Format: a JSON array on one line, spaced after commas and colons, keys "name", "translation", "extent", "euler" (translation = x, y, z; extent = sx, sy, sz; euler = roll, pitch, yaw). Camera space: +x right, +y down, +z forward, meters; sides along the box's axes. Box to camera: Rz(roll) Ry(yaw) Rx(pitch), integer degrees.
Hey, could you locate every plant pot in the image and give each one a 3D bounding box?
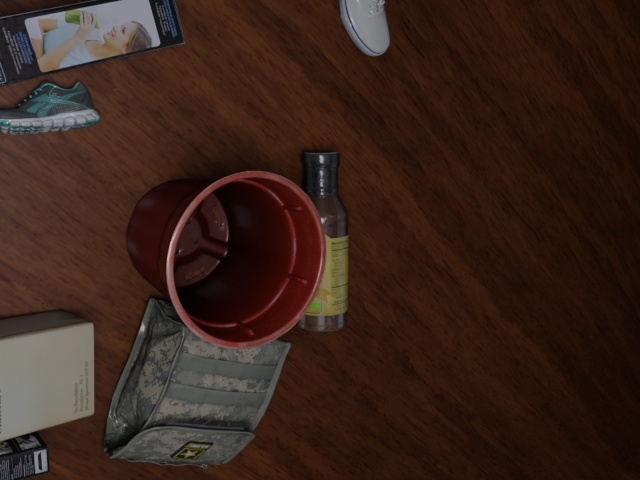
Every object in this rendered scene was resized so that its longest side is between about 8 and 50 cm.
[{"name": "plant pot", "translation": [-0.177, 0.012, 1.229], "extent": [0.273, 0.265, 0.272], "euler": [-7, 103, -34]}]

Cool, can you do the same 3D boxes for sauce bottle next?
[{"name": "sauce bottle", "translation": [0.000, 0.000, 1.448], "extent": [0.111, 0.111, 0.344], "euler": [-7, 102, -34]}]

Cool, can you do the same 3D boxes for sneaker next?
[{"name": "sneaker", "translation": [0.086, -0.475, 1.421], "extent": [0.094, 0.091, 0.258], "euler": [-32, 116, -26]}, {"name": "sneaker", "translation": [-0.426, -0.205, 1.148], "extent": [0.167, 0.065, 0.076], "euler": [-12, 90, -36]}]

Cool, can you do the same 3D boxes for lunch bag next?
[{"name": "lunch bag", "translation": [-0.221, 0.270, 1.315], "extent": [0.235, 0.169, 0.287], "euler": [17, 97, -39]}]

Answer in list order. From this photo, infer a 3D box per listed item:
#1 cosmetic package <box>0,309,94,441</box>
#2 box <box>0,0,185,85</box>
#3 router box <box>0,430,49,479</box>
[{"name": "cosmetic package", "translation": [-0.497, 0.208, 1.102], "extent": [0.309, 0.113, 0.160], "euler": [-9, 104, -47]}, {"name": "box", "translation": [-0.368, -0.293, 1.098], "extent": [0.290, 0.169, 0.087], "euler": [-22, 109, -28]}, {"name": "router box", "translation": [-0.495, 0.310, 1.120], "extent": [0.133, 0.179, 0.046], "euler": [-6, 100, -33]}]
